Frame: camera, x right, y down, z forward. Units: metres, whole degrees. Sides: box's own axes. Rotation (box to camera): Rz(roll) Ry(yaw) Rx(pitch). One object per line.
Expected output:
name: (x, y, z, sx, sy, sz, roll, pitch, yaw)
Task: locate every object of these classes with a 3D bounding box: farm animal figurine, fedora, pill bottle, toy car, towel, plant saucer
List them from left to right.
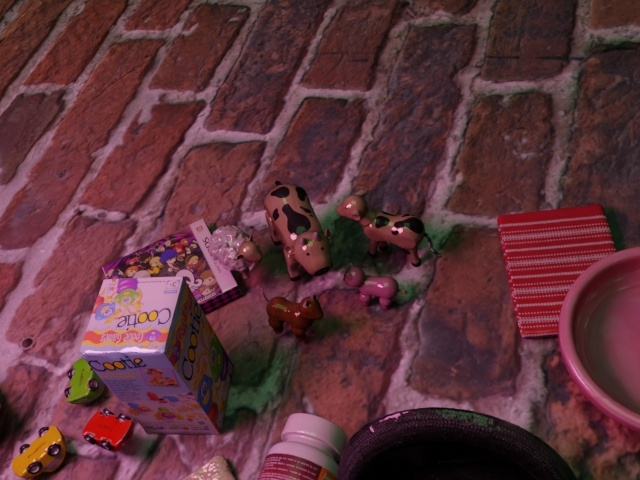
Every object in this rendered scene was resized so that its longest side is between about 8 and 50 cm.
toy car: (-0.419, 0.304, 1.400, 0.239, 0.053, 0.224, -20, 41, 13)
towel: (-0.197, 0.423, 1.268, 0.148, 0.027, 0.110, -32, 51, -12)
pill bottle: (-0.040, 0.383, 1.196, 0.121, 0.121, 0.221, 8, 54, 21)
farm animal figurine: (0.000, 0.000, 1.445, 0.330, 0.172, 0.327, -35, 57, -19)
fedora: (0.198, 0.336, 1.119, 0.334, 0.333, 0.152, 1, 21, 16)
towel: (0.432, 0.050, 1.407, 0.199, 0.031, 0.274, -6, 52, 7)
plant saucer: (0.541, 0.164, 1.231, 0.332, 0.084, 0.332, -4, 55, 5)

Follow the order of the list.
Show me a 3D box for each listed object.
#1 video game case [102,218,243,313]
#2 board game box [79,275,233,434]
video game case: (-0.298, 0.081, 1.569, 0.232, 0.041, 0.210, -26, 49, -7)
board game box: (-0.259, 0.197, 1.308, 0.145, 0.275, 0.142, -2, 51, 13)
